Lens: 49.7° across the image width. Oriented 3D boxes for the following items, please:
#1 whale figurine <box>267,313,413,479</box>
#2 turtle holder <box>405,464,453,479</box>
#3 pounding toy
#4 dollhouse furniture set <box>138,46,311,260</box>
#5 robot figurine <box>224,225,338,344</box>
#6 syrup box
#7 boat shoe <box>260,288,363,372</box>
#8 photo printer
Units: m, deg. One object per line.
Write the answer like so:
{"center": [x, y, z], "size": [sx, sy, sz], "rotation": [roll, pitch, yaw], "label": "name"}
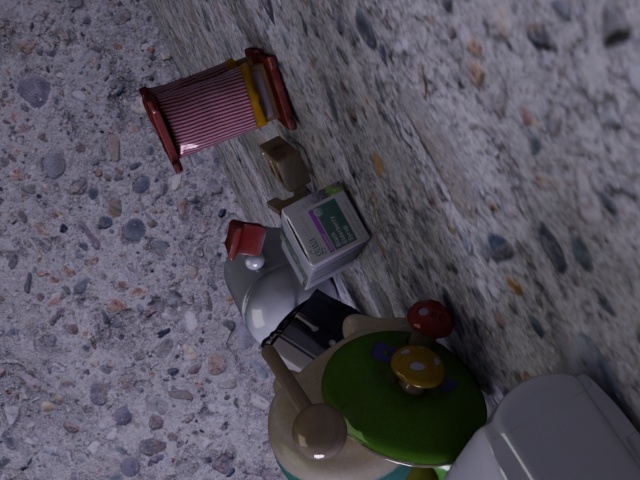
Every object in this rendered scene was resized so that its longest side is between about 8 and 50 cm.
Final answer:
{"center": [0.047, 0.204, 0.855], "size": [0.272, 0.216, 0.141], "rotation": [-62, -33, -52], "label": "whale figurine"}
{"center": [0.094, 0.326, 0.958], "size": [0.320, 0.244, 0.227], "rotation": [68, -170, -74], "label": "turtle holder"}
{"center": [0.075, 0.131, 0.720], "size": [0.183, 0.237, 0.110], "rotation": [-119, 37, -53], "label": "pounding toy"}
{"center": [-0.122, -0.103, 1.119], "size": [0.152, 0.201, 0.374], "rotation": [48, 161, 61], "label": "dollhouse furniture set"}
{"center": [-0.086, 0.105, 1.485], "size": [0.300, 0.200, 0.353], "rotation": [53, 180, -35], "label": "robot figurine"}
{"center": [0.000, 0.000, 1.039], "size": [0.093, 0.096, 0.237], "rotation": [61, 170, 9], "label": "syrup box"}
{"center": [0.073, 0.221, 1.223], "size": [0.341, 0.158, 0.127], "rotation": [33, 158, 12], "label": "boat shoe"}
{"center": [0.204, 0.262, 0.554], "size": [0.256, 0.107, 0.307], "rotation": [60, 170, 25], "label": "photo printer"}
